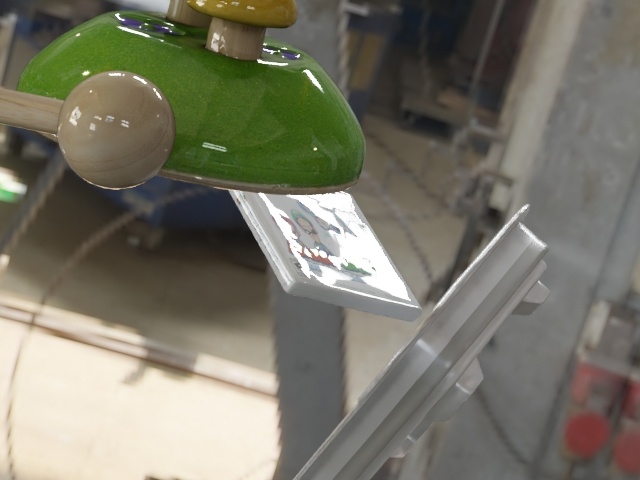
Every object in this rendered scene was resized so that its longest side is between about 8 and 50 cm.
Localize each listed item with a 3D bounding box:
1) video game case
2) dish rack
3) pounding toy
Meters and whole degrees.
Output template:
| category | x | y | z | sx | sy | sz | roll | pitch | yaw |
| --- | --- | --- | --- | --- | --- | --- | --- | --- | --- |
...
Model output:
| category | x | y | z | sx | sy | sz | roll | pitch | yaw |
| --- | --- | --- | --- | --- | --- | --- | --- | --- | --- |
| video game case | 0.000 | 0.000 | 1.486 | 0.157 | 0.019 | 0.143 | 15 | 36 | -46 |
| dish rack | 0.081 | 0.138 | 1.605 | 0.072 | 0.333 | 0.285 | 40 | 37 | 4 |
| pounding toy | -0.072 | -0.100 | 0.896 | 0.183 | 0.110 | 0.237 | 23 | 17 | 33 |
